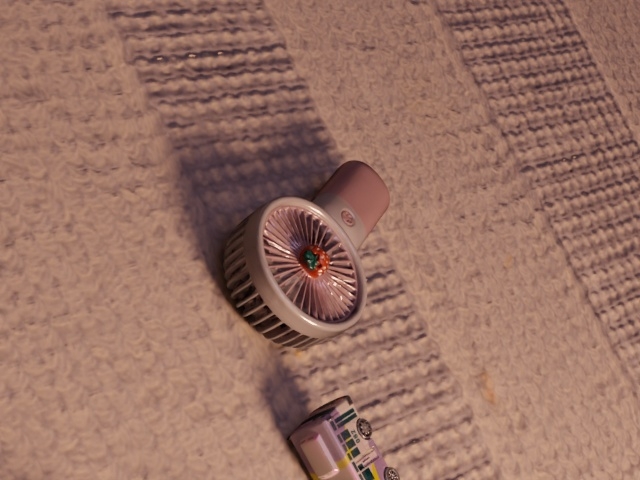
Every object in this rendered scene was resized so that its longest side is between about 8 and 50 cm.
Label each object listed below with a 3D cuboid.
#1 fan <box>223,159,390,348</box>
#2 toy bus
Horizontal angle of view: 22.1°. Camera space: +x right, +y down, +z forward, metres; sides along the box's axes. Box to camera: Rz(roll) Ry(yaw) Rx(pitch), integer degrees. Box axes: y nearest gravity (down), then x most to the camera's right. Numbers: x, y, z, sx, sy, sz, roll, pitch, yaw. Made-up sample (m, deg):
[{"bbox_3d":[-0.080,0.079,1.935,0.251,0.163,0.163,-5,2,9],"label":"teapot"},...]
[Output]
[{"bbox_3d":[0.000,0.000,1.463,0.130,0.074,0.244,49,37,-10],"label":"fan"},{"bbox_3d":[0.020,0.188,1.372,0.058,0.052,0.102,-28,88,-53],"label":"toy bus"}]
